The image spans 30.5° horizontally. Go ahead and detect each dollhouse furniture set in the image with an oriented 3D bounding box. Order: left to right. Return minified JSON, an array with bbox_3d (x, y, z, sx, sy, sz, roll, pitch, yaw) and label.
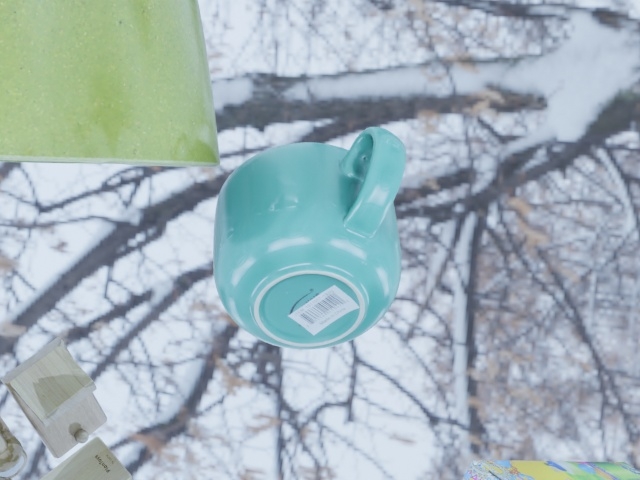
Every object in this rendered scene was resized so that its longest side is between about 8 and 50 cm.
[{"bbox_3d":[-0.209,0.196,0.934,0.144,0.151,0.123,-37,-36,-19],"label":"dollhouse furniture set"}]

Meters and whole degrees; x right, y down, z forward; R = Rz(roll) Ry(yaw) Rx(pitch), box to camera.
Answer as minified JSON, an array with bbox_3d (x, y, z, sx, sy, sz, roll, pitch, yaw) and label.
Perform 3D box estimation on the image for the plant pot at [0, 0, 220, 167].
[{"bbox_3d":[-0.199,-0.198,0.768,0.275,0.275,0.293,-4,-83,-64],"label":"plant pot"}]

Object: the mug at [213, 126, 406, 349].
[{"bbox_3d":[-0.009,0.003,0.795,0.097,0.130,0.157,-93,3,-46],"label":"mug"}]

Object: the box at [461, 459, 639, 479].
[{"bbox_3d":[0.259,0.327,0.944,0.279,0.290,0.177,14,-74,-50],"label":"box"}]
